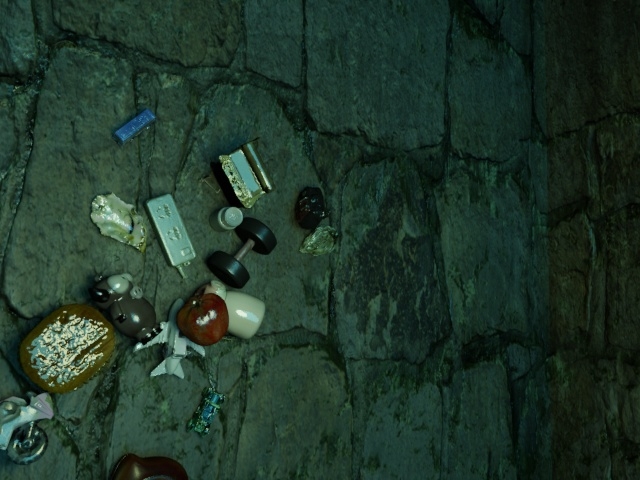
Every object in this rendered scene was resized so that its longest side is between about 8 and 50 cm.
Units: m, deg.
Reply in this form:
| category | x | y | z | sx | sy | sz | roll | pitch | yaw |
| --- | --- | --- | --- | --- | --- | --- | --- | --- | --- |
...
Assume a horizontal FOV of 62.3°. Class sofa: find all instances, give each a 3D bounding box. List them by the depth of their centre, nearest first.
| category | x | y | z | sx | sy | sz | roll | pitch | yaw |
| --- | --- | --- | --- | --- | --- | --- | --- | --- | --- |
| sofa | -0.245 | -0.227 | 1.813 | 0.182 | 0.258 | 0.200 | -28 | 100 | -17 |

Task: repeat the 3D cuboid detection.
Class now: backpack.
| category | x | y | z | sx | sy | sz | roll | pitch | yaw |
| --- | --- | --- | --- | --- | --- | --- | --- | --- | --- |
| backpack | -0.039 | -0.127 | 2.003 | 0.106 | 0.120 | 0.165 | 11 | 46 | -29 |

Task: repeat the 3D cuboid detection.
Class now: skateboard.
| category | x | y | z | sx | sy | sz | roll | pitch | yaw |
| --- | --- | --- | --- | --- | --- | --- | --- | --- | --- |
| skateboard | -0.376 | -0.195 | 1.844 | 0.083 | 0.064 | 0.032 | 49 | 54 | -31 |

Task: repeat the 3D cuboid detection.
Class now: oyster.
| category | x | y | z | sx | sy | sz | roll | pitch | yaw |
| --- | --- | --- | --- | --- | --- | --- | --- | --- | --- |
| oyster | -0.625 | -0.061 | 1.670 | 0.209 | 0.072 | 0.132 | 26 | 77 | -7 |
| oyster | 0.000 | 0.000 | 2.063 | 0.177 | 0.064 | 0.125 | 2 | 98 | -42 |

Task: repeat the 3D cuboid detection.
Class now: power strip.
| category | x | y | z | sx | sy | sz | roll | pitch | yaw |
| --- | --- | --- | --- | --- | --- | --- | --- | --- | --- |
| power strip | -0.489 | -0.009 | 1.754 | 0.093 | 0.053 | 0.288 | -26 | 98 | -32 |

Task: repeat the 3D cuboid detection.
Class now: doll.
| category | x | y | z | sx | sy | sz | roll | pitch | yaw |
| --- | --- | --- | --- | --- | --- | --- | --- | --- | --- |
| doll | -0.584 | 0.198 | 1.587 | 0.117 | 0.182 | 0.257 | -35 | 92 | 3 |

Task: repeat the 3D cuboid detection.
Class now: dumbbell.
| category | x | y | z | sx | sy | sz | roll | pitch | yaw |
| --- | --- | --- | --- | --- | --- | --- | --- | --- | --- |
| dumbbell | -0.270 | 0.043 | 1.828 | 0.152 | 0.152 | 0.218 | 47 | 63 | -20 |

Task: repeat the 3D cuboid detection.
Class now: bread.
| category | x | y | z | sx | sy | sz | roll | pitch | yaw |
| --- | --- | --- | --- | --- | --- | --- | --- | --- | --- |
| bread | -0.723 | 0.311 | 1.522 | 0.253 | 0.142 | 0.227 | -38 | 98 | -27 |

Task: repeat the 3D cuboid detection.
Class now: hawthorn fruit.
| category | x | y | z | sx | sy | sz | roll | pitch | yaw |
| --- | --- | --- | --- | --- | --- | --- | --- | --- | --- |
| hawthorn fruit | -0.353 | 0.269 | 1.665 | 0.163 | 0.163 | 0.203 | -38 | 125 | -29 |

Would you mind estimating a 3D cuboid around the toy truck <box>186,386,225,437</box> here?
| category | x | y | z | sx | sy | sz | roll | pitch | yaw |
| --- | --- | --- | --- | --- | --- | --- | --- | --- | --- |
| toy truck | -0.372 | 0.572 | 1.754 | 0.080 | 0.078 | 0.154 | 34 | 69 | -24 |

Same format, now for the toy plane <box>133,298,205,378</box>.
| category | x | y | z | sx | sy | sz | roll | pitch | yaw |
| --- | --- | --- | --- | --- | --- | --- | --- | --- | --- |
| toy plane | -0.465 | 0.315 | 1.707 | 0.251 | 0.101 | 0.255 | 18 | 75 | -42 |

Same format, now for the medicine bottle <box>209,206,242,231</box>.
| category | x | y | z | sx | sy | sz | roll | pitch | yaw |
| --- | --- | --- | --- | --- | --- | --- | --- | --- | --- |
| medicine bottle | -0.322 | -0.074 | 1.819 | 0.080 | 0.130 | 0.080 | 3 | 84 | -33 |

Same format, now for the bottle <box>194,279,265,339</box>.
| category | x | y | z | sx | sy | sz | roll | pitch | yaw |
| --- | --- | --- | --- | --- | --- | --- | --- | --- | --- |
| bottle | -0.318 | 0.225 | 1.790 | 0.236 | 0.147 | 0.147 | 29 | 70 | -19 |

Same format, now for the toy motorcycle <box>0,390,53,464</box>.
| category | x | y | z | sx | sy | sz | roll | pitch | yaw |
| --- | --- | --- | --- | --- | --- | --- | --- | --- | --- |
| toy motorcycle | -0.870 | 0.459 | 1.423 | 0.327 | 0.143 | 0.188 | 30 | 60 | -11 |

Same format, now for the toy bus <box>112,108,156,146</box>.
| category | x | y | z | sx | sy | sz | roll | pitch | yaw |
| --- | --- | --- | --- | --- | --- | --- | --- | --- | --- |
| toy bus | -0.599 | -0.367 | 1.715 | 0.051 | 0.061 | 0.153 | 49 | 64 | -13 |

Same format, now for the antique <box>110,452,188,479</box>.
| category | x | y | z | sx | sy | sz | roll | pitch | yaw |
| --- | --- | --- | --- | --- | --- | --- | --- | --- | --- |
| antique | -0.513 | 0.770 | 1.614 | 0.223 | 0.129 | 0.278 | -45 | 111 | -30 |
